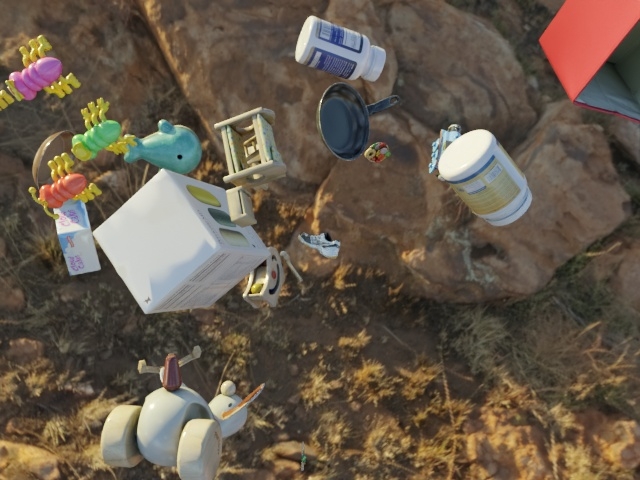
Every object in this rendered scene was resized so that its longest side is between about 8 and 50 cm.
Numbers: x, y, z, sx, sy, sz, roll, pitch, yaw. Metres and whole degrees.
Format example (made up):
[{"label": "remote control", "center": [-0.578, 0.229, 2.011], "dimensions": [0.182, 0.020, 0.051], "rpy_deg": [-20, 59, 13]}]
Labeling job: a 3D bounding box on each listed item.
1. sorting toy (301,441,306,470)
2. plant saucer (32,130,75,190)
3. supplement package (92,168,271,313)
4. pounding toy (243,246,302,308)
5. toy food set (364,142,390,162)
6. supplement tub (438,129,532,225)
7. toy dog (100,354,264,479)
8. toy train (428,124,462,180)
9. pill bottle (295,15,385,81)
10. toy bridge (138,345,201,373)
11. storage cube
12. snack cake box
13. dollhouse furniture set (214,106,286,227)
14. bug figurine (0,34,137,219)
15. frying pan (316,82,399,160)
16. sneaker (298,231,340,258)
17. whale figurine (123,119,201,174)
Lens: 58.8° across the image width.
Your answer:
[{"label": "sorting toy", "center": [-0.047, 0.612, 1.598], "dimensions": [0.012, 0.083, 0.062], "rpy_deg": [1, 94, -3]}, {"label": "plant saucer", "center": [-0.778, -0.232, 1.650], "dimensions": [0.036, 0.198, 0.199], "rpy_deg": [22, 55, -2]}, {"label": "supplement package", "center": [-0.272, 0.008, 1.173], "dimensions": [0.198, 0.262, 0.199], "rpy_deg": [-40, 78, 10]}, {"label": "pounding toy", "center": [-0.161, 0.107, 1.975], "dimensions": [0.155, 0.154, 0.269], "rpy_deg": [-7, 39, 20]}, {"label": "toy food set", "center": [0.197, -0.300, 1.941], "dimensions": [0.083, 0.082, 0.020], "rpy_deg": [36, 24, -41]}, {"label": "supplement tub", "center": [0.385, -0.142, 1.320], "dimensions": [0.199, 0.144, 0.144], "rpy_deg": [43, 50, -25]}, {"label": "toy dog", "center": [-0.198, 0.249, 0.880], "dimensions": [0.220, 0.333, 0.161], "rpy_deg": [8, 84, -9]}, {"label": "toy train", "center": [0.358, -0.247, 1.580], "dimensions": [0.080, 0.105, 0.184], "rpy_deg": [22, 49, -4]}, {"label": "pill bottle", "center": [0.042, -0.382, 1.156], "dimensions": [0.169, 0.094, 0.094], "rpy_deg": [14, 55, -18]}, {"label": "toy bridge", "center": [-0.436, 0.355, 1.652], "dimensions": [0.188, 0.063, 0.026], "rpy_deg": [-9, 47, -36]}, {"label": "storage cube", "center": [0.525, -0.342, 0.959], "dimensions": [0.183, 0.215, 0.193], "rpy_deg": [10, 48, -16]}, {"label": "snack cake box", "center": [-0.729, -0.038, 1.686], "dimensions": [0.089, 0.152, 0.264], "rpy_deg": [-13, 39, -22]}, {"label": "dollhouse furniture set", "center": [-0.092, -0.110, 1.003], "dimensions": [0.101, 0.161, 0.182], "rpy_deg": [-17, 72, 14]}, {"label": "bug figurine", "center": [-0.428, -0.172, 0.869], "dimensions": [0.279, 0.216, 0.072], "rpy_deg": [52, 20, -26]}, {"label": "frying pan", "center": [0.086, -0.349, 1.490], "dimensions": [0.197, 0.053, 0.326], "rpy_deg": [54, 53, -32]}, {"label": "sneaker", "center": [0.000, 0.000, 0.956], "dimensions": [0.083, 0.037, 0.032], "rpy_deg": [27, 11, 30]}, {"label": "whale figurine", "center": [-0.562, -0.320, 2.038], "dimensions": [0.272, 0.216, 0.141], "rpy_deg": [-1, 26, -20]}]
